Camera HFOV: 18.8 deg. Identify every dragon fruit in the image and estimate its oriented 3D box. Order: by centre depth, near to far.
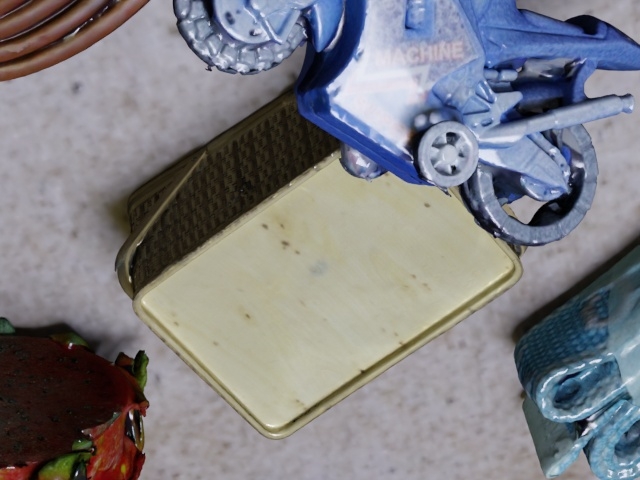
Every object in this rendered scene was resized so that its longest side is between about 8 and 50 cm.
[{"bbox_3d":[-0.132,0.101,0.902,0.142,0.138,0.175,-32,136,-13],"label":"dragon fruit"}]

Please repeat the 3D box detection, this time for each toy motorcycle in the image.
[{"bbox_3d":[0.041,-0.081,0.771,0.205,0.076,0.114,30,82,-24],"label":"toy motorcycle"}]

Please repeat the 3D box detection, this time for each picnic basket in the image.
[{"bbox_3d":[0.000,0.000,0.883,0.164,0.079,0.115,-33,120,14],"label":"picnic basket"}]

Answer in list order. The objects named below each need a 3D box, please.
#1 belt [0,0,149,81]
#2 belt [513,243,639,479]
[{"bbox_3d":[-0.109,-0.189,0.731,0.184,0.105,0.261,30,116,-21],"label":"belt"},{"bbox_3d":[0.198,-0.006,0.910,0.087,0.072,0.302,29,113,-28],"label":"belt"}]
